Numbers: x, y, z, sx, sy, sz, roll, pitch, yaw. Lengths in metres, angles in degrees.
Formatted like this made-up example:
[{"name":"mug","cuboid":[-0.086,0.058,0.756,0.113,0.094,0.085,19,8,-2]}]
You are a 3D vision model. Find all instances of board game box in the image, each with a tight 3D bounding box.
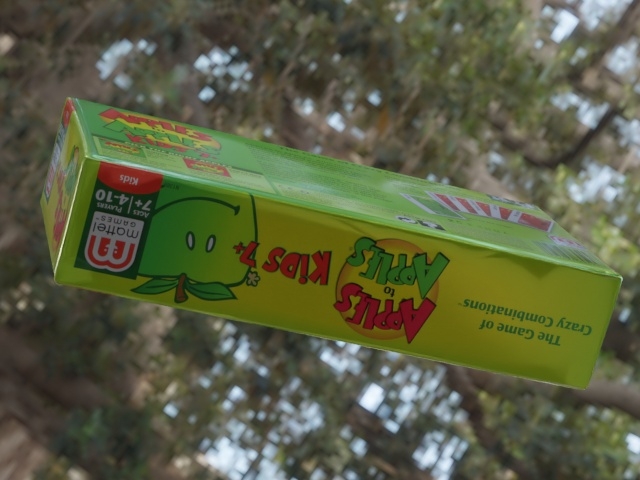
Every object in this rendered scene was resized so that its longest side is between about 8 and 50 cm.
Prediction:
[{"name":"board game box","cuboid":[0.000,0.000,0.588,0.181,0.043,0.092,13,13,-15]}]
